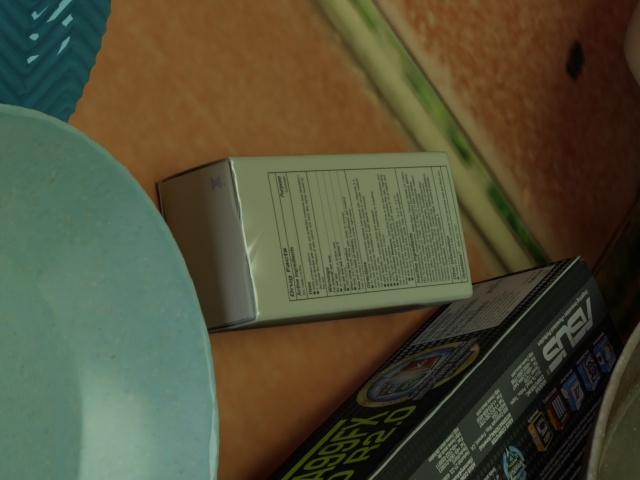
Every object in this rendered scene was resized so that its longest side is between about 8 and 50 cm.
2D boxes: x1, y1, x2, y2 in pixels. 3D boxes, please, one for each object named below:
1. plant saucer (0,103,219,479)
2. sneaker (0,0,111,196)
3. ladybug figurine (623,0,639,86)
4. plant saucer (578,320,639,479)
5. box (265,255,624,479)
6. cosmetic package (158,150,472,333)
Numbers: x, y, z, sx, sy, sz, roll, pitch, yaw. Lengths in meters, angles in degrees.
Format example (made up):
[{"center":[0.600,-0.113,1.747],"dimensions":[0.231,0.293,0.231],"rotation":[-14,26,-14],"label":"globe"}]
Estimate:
[{"center":[-0.102,0.058,0.557],"dimensions":[0.195,0.037,0.195],"rotation":[12,76,-55],"label":"plant saucer"},{"center":[-0.123,-0.120,0.574],"dimensions":[0.087,0.092,0.228],"rotation":[-11,106,-48],"label":"sneaker"},{"center":[0.318,-0.064,0.760],"dimensions":[0.305,0.449,0.162],"rotation":[-5,116,-44],"label":"ladybug figurine"},{"center":[0.203,0.151,0.708],"dimensions":[0.310,0.050,0.310],"rotation":[15,61,-30],"label":"plant saucer"},{"center":[0.059,0.159,0.666],"dimensions":[0.270,0.060,0.216],"rotation":[-41,110,-50],"label":"box"},{"center":[0.000,0.000,0.688],"dimensions":[0.115,0.041,0.060],"rotation":[-2,81,-45],"label":"cosmetic package"}]
